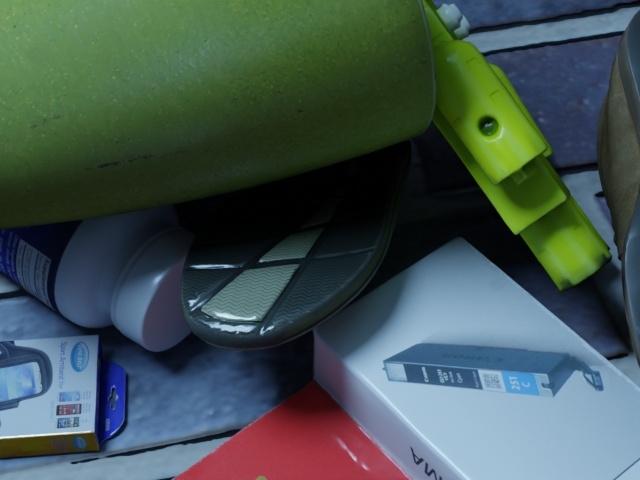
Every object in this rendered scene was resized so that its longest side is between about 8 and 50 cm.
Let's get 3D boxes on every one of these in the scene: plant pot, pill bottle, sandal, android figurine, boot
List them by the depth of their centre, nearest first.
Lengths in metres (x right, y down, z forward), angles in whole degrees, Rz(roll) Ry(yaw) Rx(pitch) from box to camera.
[{"bbox_3d":[-0.123,-0.128,0.752,0.293,0.275,0.275,-26,54,-10],"label":"plant pot"},{"bbox_3d":[0.113,-0.091,0.858,0.056,0.248,0.273,-34,85,13],"label":"android figurine"},{"bbox_3d":[-0.166,-0.003,0.860,0.186,0.112,0.112,30,56,23],"label":"pill bottle"},{"bbox_3d":[0.002,0.000,0.860,0.120,0.086,0.303,10,28,17],"label":"sandal"},{"bbox_3d":[0.257,-0.013,0.885,0.112,0.115,0.305,4,67,-6],"label":"boot"}]

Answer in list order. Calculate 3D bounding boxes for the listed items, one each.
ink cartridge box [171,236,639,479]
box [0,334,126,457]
[{"bbox_3d":[0.091,0.161,0.749,0.261,0.066,0.296,-32,56,-25],"label":"ink cartridge box"},{"bbox_3d":[-0.202,0.106,0.823,0.136,0.028,0.081,-5,50,-2],"label":"box"}]
